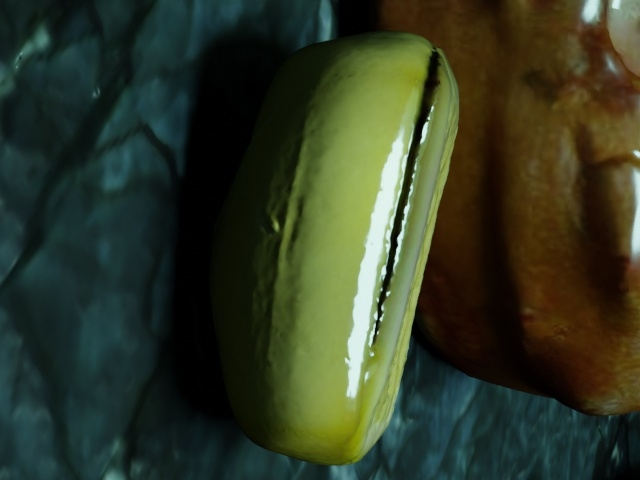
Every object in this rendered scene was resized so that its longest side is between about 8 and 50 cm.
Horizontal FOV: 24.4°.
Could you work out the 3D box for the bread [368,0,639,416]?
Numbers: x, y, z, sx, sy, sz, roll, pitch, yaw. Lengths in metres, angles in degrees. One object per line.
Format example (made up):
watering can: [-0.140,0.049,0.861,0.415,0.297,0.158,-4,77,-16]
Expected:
bread: [0.118,-0.101,0.554,0.295,0.114,0.328,10,84,-65]

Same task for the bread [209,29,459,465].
bread: [0.000,0.000,0.388,0.082,0.056,0.115,-17,120,-80]
